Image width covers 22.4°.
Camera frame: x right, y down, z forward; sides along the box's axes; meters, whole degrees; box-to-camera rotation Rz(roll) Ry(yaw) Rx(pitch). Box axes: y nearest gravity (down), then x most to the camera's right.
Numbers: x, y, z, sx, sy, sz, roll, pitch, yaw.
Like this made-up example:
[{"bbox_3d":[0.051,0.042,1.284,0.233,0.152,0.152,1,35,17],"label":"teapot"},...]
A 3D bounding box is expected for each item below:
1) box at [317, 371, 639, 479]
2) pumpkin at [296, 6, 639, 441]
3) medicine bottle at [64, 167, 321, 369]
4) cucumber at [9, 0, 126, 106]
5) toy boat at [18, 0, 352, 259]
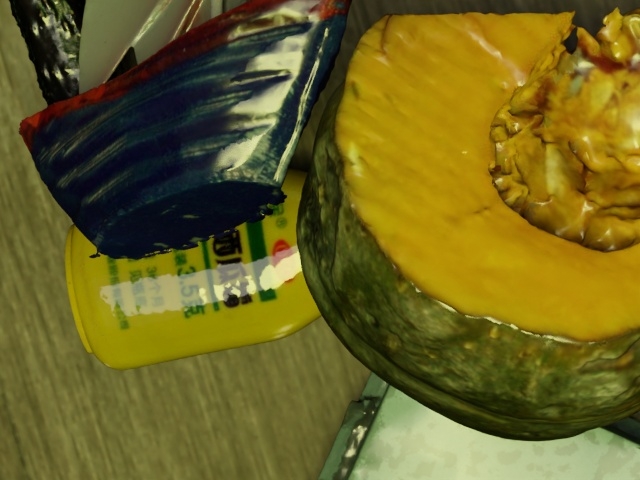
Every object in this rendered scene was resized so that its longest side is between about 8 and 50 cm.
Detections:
[{"bbox_3d":[0.103,0.150,0.785,0.227,0.130,0.162,23,84,10],"label":"box"},{"bbox_3d":[0.112,-0.046,0.717,0.190,0.139,0.280,30,65,14],"label":"pumpkin"},{"bbox_3d":[0.000,0.000,0.827,0.260,0.064,0.095,-11,72,8],"label":"medicine bottle"},{"bbox_3d":[-0.138,-0.114,0.853,0.053,0.053,0.181,-24,89,13],"label":"cucumber"},{"bbox_3d":[-0.083,-0.128,0.772,0.219,0.072,0.318,-45,47,30],"label":"toy boat"}]
